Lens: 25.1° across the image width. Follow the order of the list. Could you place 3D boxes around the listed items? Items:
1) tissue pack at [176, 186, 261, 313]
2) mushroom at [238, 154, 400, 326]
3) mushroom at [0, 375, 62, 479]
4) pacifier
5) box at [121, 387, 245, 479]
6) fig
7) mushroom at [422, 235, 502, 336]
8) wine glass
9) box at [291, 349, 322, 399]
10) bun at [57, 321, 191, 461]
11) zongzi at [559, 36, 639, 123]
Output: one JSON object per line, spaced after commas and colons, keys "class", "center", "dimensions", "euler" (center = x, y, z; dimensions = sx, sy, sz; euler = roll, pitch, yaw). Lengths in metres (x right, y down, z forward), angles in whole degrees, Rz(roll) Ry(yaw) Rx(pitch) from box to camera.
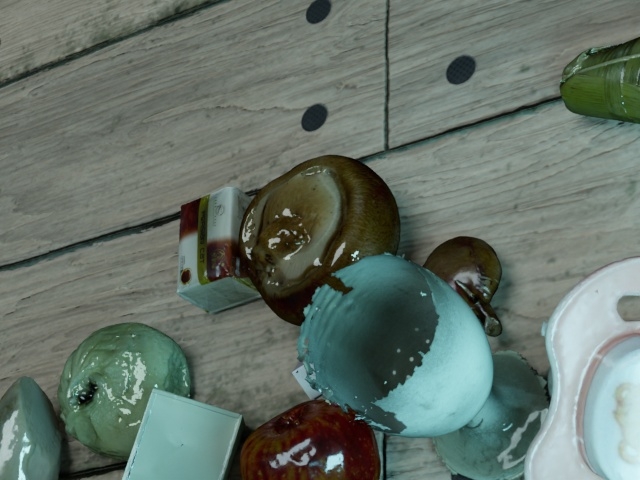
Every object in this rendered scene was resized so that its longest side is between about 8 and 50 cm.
{"class": "tissue pack", "center": [-0.145, 0.014, 2.098], "dimensions": [0.106, 0.099, 0.148], "euler": [-19, 56, 28]}
{"class": "mushroom", "center": [0.000, 0.000, 1.962], "dimensions": [0.253, 0.153, 0.253], "euler": [-19, 56, 31]}
{"class": "mushroom", "center": [-0.464, 0.375, 2.120], "dimensions": [0.128, 0.128, 0.350], "euler": [5, 71, 38]}
{"class": "pacifier", "center": [0.338, 0.177, 1.571], "dimensions": [0.273, 0.220, 0.332], "euler": [12, 97, 41]}
{"class": "box", "center": [-0.197, 0.331, 1.939], "dimensions": [0.130, 0.086, 0.225], "euler": [17, 73, 4]}
{"class": "fig", "center": [0.006, 0.308, 1.810], "dimensions": [0.175, 0.207, 0.175], "euler": [-29, 11, 6]}
{"class": "mushroom", "center": [0.180, 0.066, 1.844], "dimensions": [0.135, 0.080, 0.170], "euler": [-54, 43, 13]}
{"class": "wine glass", "center": [0.128, 0.152, 1.649], "dimensions": [0.190, 0.357, 0.190], "euler": [-16, 60, 29]}
{"class": "box", "center": [0.041, 0.139, 1.876], "dimensions": [0.130, 0.129, 0.051], "euler": [-34, 95, 18]}
{"class": "bun", "center": [-0.292, 0.213, 2.090], "dimensions": [0.221, 0.108, 0.221], "euler": [-17, 57, 28]}
{"class": "zongzi", "center": [0.413, -0.243, 1.833], "dimensions": [0.205, 0.094, 0.204], "euler": [12, 70, 40]}
